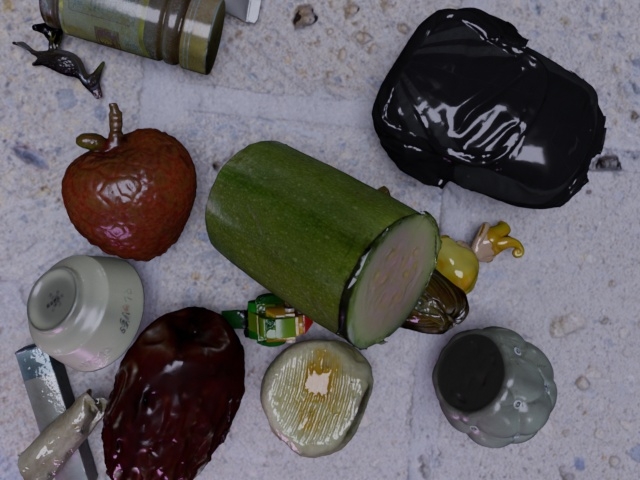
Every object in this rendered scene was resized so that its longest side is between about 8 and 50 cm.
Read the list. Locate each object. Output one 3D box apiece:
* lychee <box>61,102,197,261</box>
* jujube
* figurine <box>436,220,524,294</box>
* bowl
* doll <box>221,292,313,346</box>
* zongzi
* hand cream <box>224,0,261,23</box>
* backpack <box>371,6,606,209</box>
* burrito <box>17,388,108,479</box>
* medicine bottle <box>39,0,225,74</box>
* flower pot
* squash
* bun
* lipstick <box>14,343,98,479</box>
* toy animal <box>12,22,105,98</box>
[{"bbox_3d":[-0.361,-0.106,1.150,0.255,0.255,0.300,-12,130,-4],"label":"lychee"},{"bbox_3d":[-0.285,0.318,1.180,0.259,0.258,0.376,16,92,-5],"label":"jujube"},{"bbox_3d":[0.307,0.044,1.279,0.246,0.131,0.156,-32,118,-12],"label":"figurine"},{"bbox_3d":[-0.470,0.127,1.160,0.238,0.126,0.237,-9,67,21],"label":"bowl"},{"bbox_3d":[-0.103,0.164,1.226,0.134,0.186,0.106,-2,93,-33],"label":"doll"},{"bbox_3d":[0.177,0.030,1.205,0.134,0.286,0.288,28,77,-46],"label":"zongzi"},{"bbox_3d":[-0.269,-0.542,1.222,0.314,0.089,0.139,8,98,-12],"label":"hand cream"},{"bbox_3d":[0.346,-0.242,1.199,0.446,0.255,0.363,31,89,9],"label":"backpack"},{"bbox_3d":[-0.510,0.391,1.193,0.087,0.060,0.226,43,86,-12],"label":"burrito"},{"bbox_3d":[-0.361,-0.443,1.176,0.323,0.151,0.151,15,92,-7],"label":"medicine bottle"},{"bbox_3d":[0.357,0.298,1.233,0.195,0.246,0.246,33,90,-37],"label":"flower pot"},{"bbox_3d":[0.000,0.000,1.089,0.384,0.263,0.263,31,91,38],"label":"squash"},{"bbox_3d":[-0.003,0.327,1.252,0.244,0.153,0.243,-2,76,7],"label":"bun"},{"bbox_3d":[-0.546,0.367,1.252,0.068,0.066,0.317,-16,94,-6],"label":"lipstick"},{"bbox_3d":[-0.522,-0.366,1.226,0.202,0.070,0.105,42,102,-8],"label":"toy animal"}]
